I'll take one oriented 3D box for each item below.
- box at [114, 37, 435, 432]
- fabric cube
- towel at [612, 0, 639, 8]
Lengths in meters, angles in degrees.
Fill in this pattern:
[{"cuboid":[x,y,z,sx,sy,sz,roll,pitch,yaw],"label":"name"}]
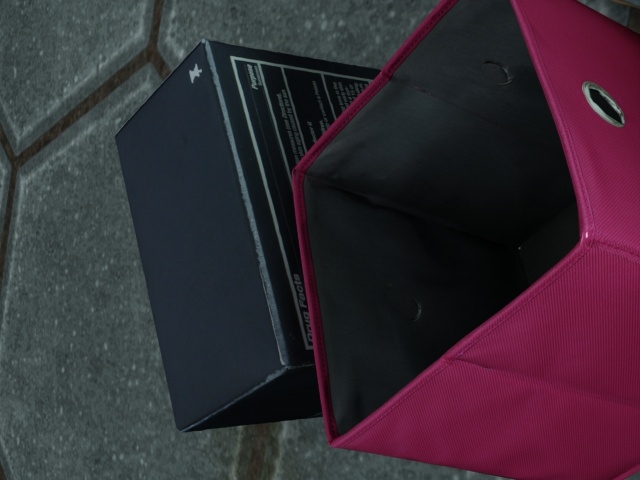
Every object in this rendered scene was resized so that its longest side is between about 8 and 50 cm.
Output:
[{"cuboid":[0.000,0.000,0.977,0.183,0.294,0.296,-35,62,43],"label":"box"},{"cuboid":[0.163,0.005,0.768,0.259,0.258,0.254,-46,38,38],"label":"fabric cube"},{"cuboid":[0.224,-0.353,0.888,0.370,0.040,0.271,41,119,54],"label":"towel"}]
